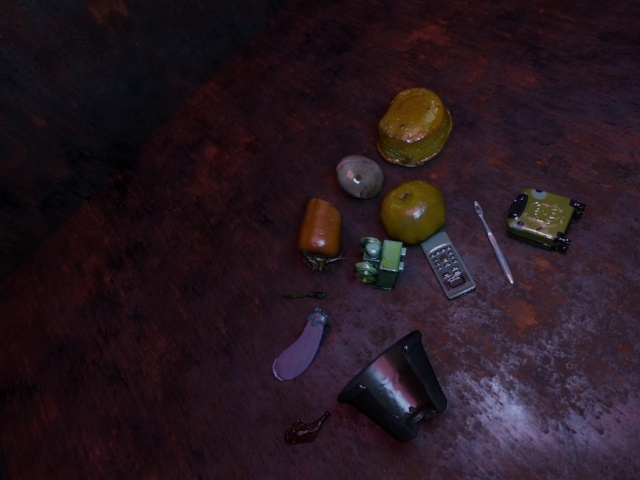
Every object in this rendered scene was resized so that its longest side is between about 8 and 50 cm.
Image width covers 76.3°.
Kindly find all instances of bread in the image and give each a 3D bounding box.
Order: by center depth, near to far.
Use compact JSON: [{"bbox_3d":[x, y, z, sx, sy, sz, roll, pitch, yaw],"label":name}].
[{"bbox_3d":[0.422,-0.530,1.900,0.336,0.204,0.359,21,78,34],"label":"bread"}]

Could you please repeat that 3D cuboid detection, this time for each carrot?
[{"bbox_3d":[0.000,0.000,1.837,0.193,0.214,0.332,-17,52,48],"label":"carrot"}]

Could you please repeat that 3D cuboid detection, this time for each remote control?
[{"bbox_3d":[0.515,0.097,1.661,0.123,0.038,0.286,-25,59,11],"label":"remote control"}]

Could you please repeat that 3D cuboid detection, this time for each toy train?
[{"bbox_3d":[0.237,0.093,1.656,0.188,0.272,0.159,10,67,8],"label":"toy train"}]

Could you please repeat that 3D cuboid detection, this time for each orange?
[{"bbox_3d":[0.386,-0.115,1.705,0.278,0.235,0.279,-19,46,21],"label":"orange"}]

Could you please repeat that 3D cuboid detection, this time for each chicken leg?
[{"bbox_3d":[-0.052,0.739,1.599,0.204,0.053,0.093,-18,47,10],"label":"chicken leg"}]

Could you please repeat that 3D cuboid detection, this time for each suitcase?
[{"bbox_3d":[0.839,-0.076,1.544,0.234,0.143,0.194,23,78,29],"label":"suitcase"}]

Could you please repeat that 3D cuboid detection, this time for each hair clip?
[{"bbox_3d":[-0.074,0.451,1.730,0.359,0.110,0.095,-57,19,-4],"label":"hair clip"}]

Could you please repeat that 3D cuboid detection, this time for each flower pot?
[{"bbox_3d":[0.274,0.525,1.430,0.379,0.379,0.251,-41,79,0],"label":"flower pot"}]

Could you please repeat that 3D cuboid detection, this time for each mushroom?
[{"bbox_3d":[0.177,-0.290,1.892,0.184,0.254,0.255,-43,50,41],"label":"mushroom"}]

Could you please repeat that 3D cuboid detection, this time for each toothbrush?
[{"bbox_3d":[0.693,0.003,1.636,0.028,0.037,0.376,-22,63,16],"label":"toothbrush"}]

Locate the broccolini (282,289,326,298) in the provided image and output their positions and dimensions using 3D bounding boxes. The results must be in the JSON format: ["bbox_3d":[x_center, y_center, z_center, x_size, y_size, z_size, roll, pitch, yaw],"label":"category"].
[{"bbox_3d":[-0.074,0.245,1.849,0.218,0.044,0.042,-4,80,27],"label":"broccolini"}]
